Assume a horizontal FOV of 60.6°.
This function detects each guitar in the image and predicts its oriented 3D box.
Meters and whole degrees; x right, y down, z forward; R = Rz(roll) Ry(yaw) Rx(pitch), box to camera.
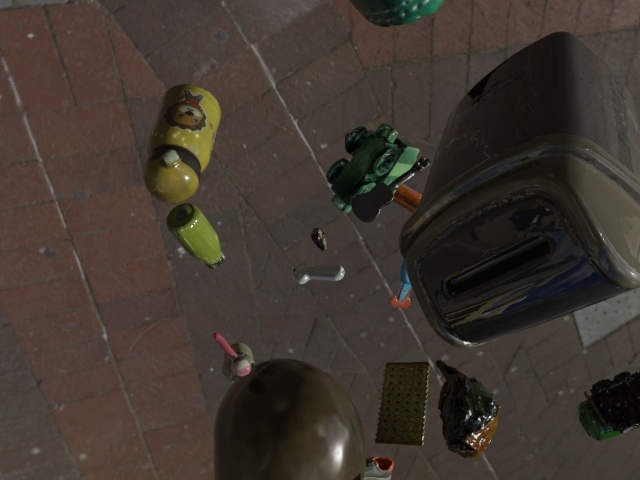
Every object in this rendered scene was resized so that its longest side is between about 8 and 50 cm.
[{"bbox_3d":[0.206,-0.153,1.535,0.271,0.038,0.083,-38,85,-8],"label":"guitar"}]

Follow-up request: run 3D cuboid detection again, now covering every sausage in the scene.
[{"bbox_3d":[0.258,-0.166,1.864,0.234,0.071,0.071,32,110,12],"label":"sausage"}]

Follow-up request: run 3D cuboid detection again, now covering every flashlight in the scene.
[{"bbox_3d":[-0.007,0.125,2.063,0.201,0.093,0.047,-2,136,14],"label":"flashlight"}]

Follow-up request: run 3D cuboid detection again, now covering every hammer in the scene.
[{"bbox_3d":[-0.141,0.178,0.859,0.031,0.052,0.083,-40,94,-15],"label":"hammer"}]

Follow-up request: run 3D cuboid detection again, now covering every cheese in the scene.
[{"bbox_3d":[0.339,0.152,2.106,0.106,0.037,0.256,14,109,-15],"label":"cheese"}]

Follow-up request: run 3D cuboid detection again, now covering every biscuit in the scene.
[{"bbox_3d":[0.226,0.443,1.501,0.139,0.231,0.016,-7,142,26],"label":"biscuit"}]

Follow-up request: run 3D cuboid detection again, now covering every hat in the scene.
[{"bbox_3d":[-0.241,0.372,1.663,0.122,0.166,0.081,-17,128,-3],"label":"hat"}]

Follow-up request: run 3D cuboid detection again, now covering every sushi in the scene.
[{"bbox_3d":[0.000,0.000,1.818,0.044,0.046,0.083,-18,132,19],"label":"sushi"},{"bbox_3d":[0.364,0.407,1.349,0.149,0.287,0.140,-28,122,27],"label":"sushi"}]

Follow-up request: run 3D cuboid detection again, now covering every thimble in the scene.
[{"bbox_3d":[0.156,-0.592,1.159,0.167,0.288,0.254,39,82,-42],"label":"thimble"}]

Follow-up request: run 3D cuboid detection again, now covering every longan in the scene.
[{"bbox_3d":[-0.059,0.346,0.896,0.243,0.300,0.300,24,109,-35],"label":"longan"}]

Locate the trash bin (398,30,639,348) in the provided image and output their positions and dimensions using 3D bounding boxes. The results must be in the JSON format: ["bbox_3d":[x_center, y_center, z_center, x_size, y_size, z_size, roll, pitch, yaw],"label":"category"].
[{"bbox_3d":[0.201,-0.046,0.525,0.182,0.290,0.209,35,139,-15],"label":"trash bin"}]

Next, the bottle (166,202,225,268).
[{"bbox_3d":[-0.381,-0.002,1.724,0.112,0.112,0.260,-27,142,-2],"label":"bottle"}]

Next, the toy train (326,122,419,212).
[{"bbox_3d":[0.156,-0.223,1.698,0.238,0.167,0.299,-3,133,-54],"label":"toy train"}]

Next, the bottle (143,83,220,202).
[{"bbox_3d":[-0.371,-0.249,1.460,0.172,0.351,0.171,0,139,0],"label":"bottle"}]

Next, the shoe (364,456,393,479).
[{"bbox_3d":[0.132,0.681,1.648,0.195,0.074,0.077,14,115,-18],"label":"shoe"}]

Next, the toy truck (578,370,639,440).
[{"bbox_3d":[0.633,0.314,1.074,0.243,0.101,0.125,-22,140,5],"label":"toy truck"}]
